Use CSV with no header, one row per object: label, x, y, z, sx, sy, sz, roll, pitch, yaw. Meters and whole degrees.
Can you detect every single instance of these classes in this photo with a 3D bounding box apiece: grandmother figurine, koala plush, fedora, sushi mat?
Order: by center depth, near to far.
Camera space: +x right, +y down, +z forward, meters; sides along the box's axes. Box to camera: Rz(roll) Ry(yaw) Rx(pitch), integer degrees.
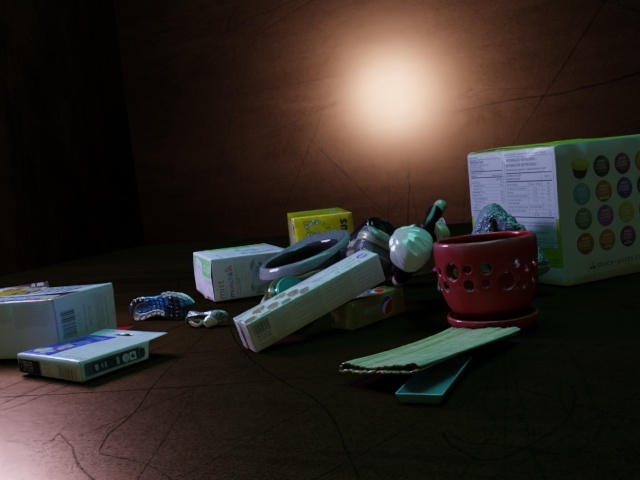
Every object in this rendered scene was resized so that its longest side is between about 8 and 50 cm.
sushi mat,0.183,0.172,1.165,0.151,0.019,0.316,-8,-1,42
grandmother figurine,0.215,0.011,1.539,0.104,0.208,0.342,19,8,13
koala plush,0.368,0.047,1.680,0.221,0.203,0.196,-31,-10,-2
fedora,-0.027,0.080,1.891,0.243,0.124,0.275,-13,13,30

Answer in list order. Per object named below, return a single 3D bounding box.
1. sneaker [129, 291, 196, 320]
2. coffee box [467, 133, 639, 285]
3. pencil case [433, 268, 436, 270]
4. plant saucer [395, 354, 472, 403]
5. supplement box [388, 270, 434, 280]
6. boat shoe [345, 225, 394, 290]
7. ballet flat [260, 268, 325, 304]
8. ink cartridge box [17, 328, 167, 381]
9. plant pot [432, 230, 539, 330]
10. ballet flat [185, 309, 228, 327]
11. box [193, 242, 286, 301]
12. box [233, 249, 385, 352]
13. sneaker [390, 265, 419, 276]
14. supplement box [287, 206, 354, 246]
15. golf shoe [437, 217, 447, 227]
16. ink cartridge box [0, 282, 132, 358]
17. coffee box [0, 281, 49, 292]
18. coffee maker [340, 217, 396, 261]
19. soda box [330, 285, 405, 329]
sneaker,-0.386,0.163,1.845,0.190,0.072,0.083,-3,0,27
coffee box,0.620,-0.086,1.855,0.337,0.335,0.338,-8,6,-24
pencil case,0.359,0.060,1.883,0.104,0.105,0.236,-7,4,-5
plant saucer,0.169,0.200,1.059,0.067,0.018,0.192,-4,7,24
supplement box,0.254,0.063,2.088,0.233,0.078,0.080,-8,6,-26
boat shoe,0.102,0.073,1.756,0.132,0.130,0.355,27,-15,8
ballet flat,-0.062,0.134,1.631,0.124,0.116,0.342,-26,-3,22
ink cartridge box,-0.439,0.219,1.416,0.206,0.045,0.208,-2,8,38
plant pot,0.312,0.076,1.361,0.191,0.174,0.191,-6,6,1
ballet flat,-0.264,0.184,1.672,0.114,0.041,0.041,-4,6,29
box,-0.232,0.091,2.120,0.231,0.127,0.262,-6,6,-19
box,-0.017,0.116,1.450,0.323,0.067,0.063,-28,20,-25
sneaker,0.221,0.063,1.929,0.221,0.087,0.083,-37,9,28
supplement box,0.000,0.000,2.424,0.195,0.194,0.356,-7,6,-4
golf shoe,0.349,-0.002,2.311,0.115,0.140,0.306,-3,5,16
ink cartridge box,-0.632,0.176,1.653,0.309,0.130,0.272,-5,5,20
coffee box,-0.795,0.180,1.953,0.141,0.098,0.246,-8,6,-20
coffee maker,0.122,0.026,2.134,0.178,0.120,0.171,-42,-3,36
soda box,0.101,0.141,1.543,0.061,0.058,0.181,-1,8,43
